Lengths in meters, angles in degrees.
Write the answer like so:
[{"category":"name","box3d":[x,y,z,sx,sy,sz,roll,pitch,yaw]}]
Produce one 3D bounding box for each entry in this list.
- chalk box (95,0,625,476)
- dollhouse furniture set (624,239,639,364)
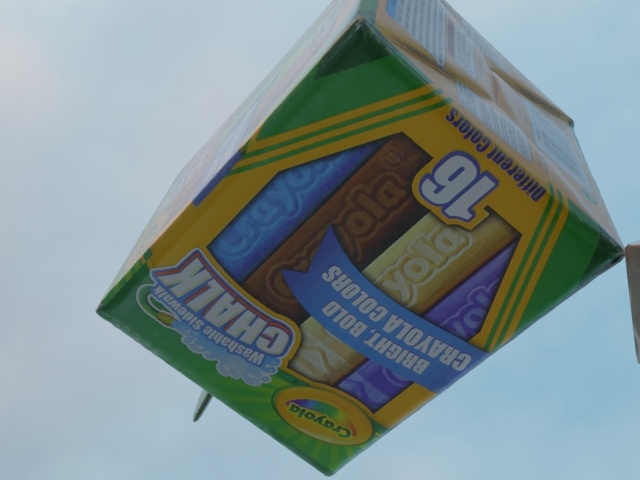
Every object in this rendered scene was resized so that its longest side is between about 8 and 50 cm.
[{"category":"chalk box","box3d":[0.000,0.000,0.514,0.179,0.180,0.289,39,-63,-16]},{"category":"dollhouse furniture set","box3d":[0.281,0.125,0.323,0.198,0.286,0.303,0,-78,49]}]
